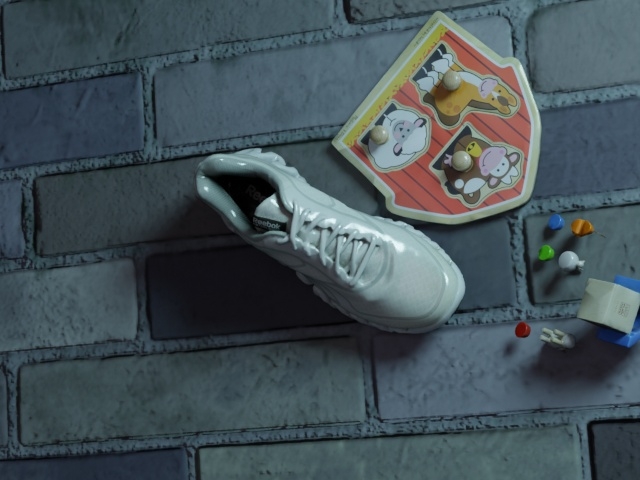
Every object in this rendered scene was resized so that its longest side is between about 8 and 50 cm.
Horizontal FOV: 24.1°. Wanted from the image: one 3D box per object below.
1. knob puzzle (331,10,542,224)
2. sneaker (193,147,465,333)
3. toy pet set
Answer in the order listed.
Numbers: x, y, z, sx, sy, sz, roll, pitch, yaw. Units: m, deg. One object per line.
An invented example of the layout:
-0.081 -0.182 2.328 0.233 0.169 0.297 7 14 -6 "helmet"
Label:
0.128 -0.101 1.448 0.213 0.030 0.213 -2 83 20 "knob puzzle"
0.000 0.000 1.438 0.292 0.118 0.110 28 92 19 "sneaker"
0.254 0.049 1.382 0.114 0.065 0.122 14 85 56 "toy pet set"
